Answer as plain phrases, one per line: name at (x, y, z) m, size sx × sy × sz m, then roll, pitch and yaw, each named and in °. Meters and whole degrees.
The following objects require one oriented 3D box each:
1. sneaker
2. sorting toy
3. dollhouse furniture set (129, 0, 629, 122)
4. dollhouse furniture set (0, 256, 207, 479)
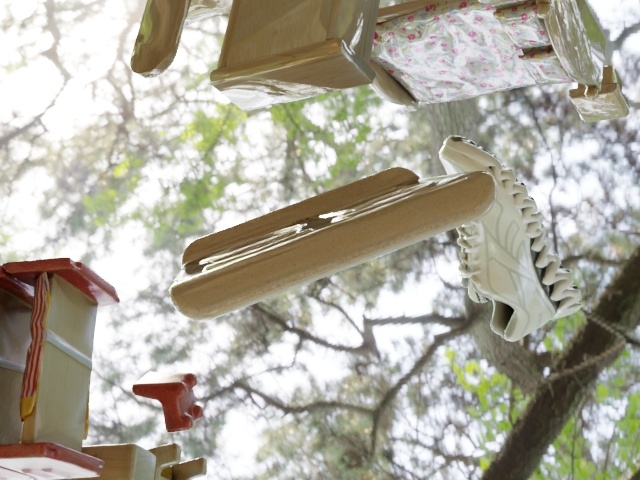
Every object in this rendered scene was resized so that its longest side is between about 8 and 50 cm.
sneaker at (0.214, 0.005, 1.107) m, size 0.118 × 0.292 × 0.110 m, roll -35°, pitch -156°, yaw -3°
sorting toy at (0.000, 0.000, 0.590) m, size 0.192 × 0.038 × 0.208 m, roll -21°, pitch -171°, yaw -5°
dollhouse furniture set at (0.062, -0.126, 0.780) m, size 0.303 × 0.355 × 0.174 m, roll -5°, pitch -116°, yaw 35°
dollhouse furniture set at (-0.263, 0.185, 1.010) m, size 0.152 × 0.374 × 0.201 m, roll -7°, pitch -117°, yaw 15°
